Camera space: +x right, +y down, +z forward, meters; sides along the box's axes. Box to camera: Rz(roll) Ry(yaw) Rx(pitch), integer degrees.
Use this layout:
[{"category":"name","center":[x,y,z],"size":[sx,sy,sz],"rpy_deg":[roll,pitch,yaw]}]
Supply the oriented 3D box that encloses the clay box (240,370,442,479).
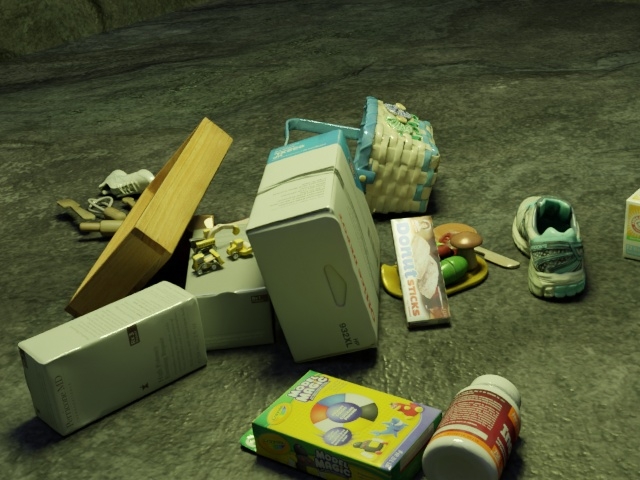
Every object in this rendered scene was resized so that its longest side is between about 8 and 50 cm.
[{"category":"clay box","center":[0.020,0.226,1.112],"size":[0.222,0.053,0.127],"rpy_deg":[13,30,31]}]

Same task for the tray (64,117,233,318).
[{"category":"tray","center":[-0.271,-0.038,1.538],"size":[0.076,0.203,0.411],"rpy_deg":[39,28,-12]}]

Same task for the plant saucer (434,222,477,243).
[{"category":"plant saucer","center":[0.231,-0.011,1.609],"size":[0.084,0.013,0.083],"rpy_deg":[-4,26,2]}]

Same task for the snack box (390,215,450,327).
[{"category":"snack box","center":[0.149,0.045,1.395],"size":[0.064,0.022,0.178],"rpy_deg":[-7,59,0]}]

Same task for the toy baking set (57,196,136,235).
[{"category":"toy baking set","center":[-0.389,-0.049,1.799],"size":[0.256,0.030,0.197],"rpy_deg":[-1,19,-6]}]

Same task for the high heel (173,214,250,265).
[{"category":"high heel","center":[-0.129,0.015,1.597],"size":[0.244,0.117,0.082],"rpy_deg":[1,57,-21]}]

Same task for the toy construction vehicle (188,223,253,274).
[{"category":"toy construction vehicle","center":[-0.156,0.008,1.392],"size":[0.098,0.035,0.086],"rpy_deg":[-19,27,-19]}]

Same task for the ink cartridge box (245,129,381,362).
[{"category":"ink cartridge box","center":[0.000,0.000,1.373],"size":[0.129,0.223,0.307],"rpy_deg":[-14,24,11]}]

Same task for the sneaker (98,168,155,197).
[{"category":"sneaker","center":[-0.394,-0.111,1.903],"size":[0.152,0.053,0.061],"rpy_deg":[1,33,39]}]

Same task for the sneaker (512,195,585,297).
[{"category":"sneaker","center":[0.374,-0.024,1.481],"size":[0.110,0.122,0.283],"rpy_deg":[-3,26,4]}]

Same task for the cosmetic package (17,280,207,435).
[{"category":"cosmetic package","center":[-0.275,0.154,1.248],"size":[0.231,0.117,0.085],"rpy_deg":[-26,31,-35]}]

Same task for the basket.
[{"category":"basket","center":[0.070,-0.165,1.743],"size":[0.289,0.201,0.254],"rpy_deg":[4,27,-2]}]

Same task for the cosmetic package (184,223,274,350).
[{"category":"cosmetic package","center":[-0.137,0.066,1.426],"size":[0.127,0.107,0.238],"rpy_deg":[-5,28,0]}]

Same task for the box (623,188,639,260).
[{"category":"box","center":[0.586,-0.044,1.504],"size":[0.114,0.103,0.203],"rpy_deg":[15,32,36]}]

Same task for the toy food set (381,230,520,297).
[{"category":"toy food set","center":[0.198,0.023,1.479],"size":[0.218,0.071,0.128],"rpy_deg":[-19,29,-26]}]

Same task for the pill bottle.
[{"category":"pill bottle","center":[0.179,0.220,1.054],"size":[0.086,0.086,0.152],"rpy_deg":[7,29,25]}]
